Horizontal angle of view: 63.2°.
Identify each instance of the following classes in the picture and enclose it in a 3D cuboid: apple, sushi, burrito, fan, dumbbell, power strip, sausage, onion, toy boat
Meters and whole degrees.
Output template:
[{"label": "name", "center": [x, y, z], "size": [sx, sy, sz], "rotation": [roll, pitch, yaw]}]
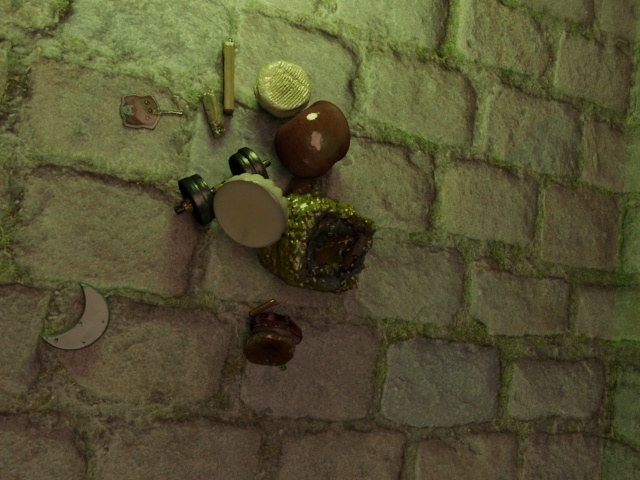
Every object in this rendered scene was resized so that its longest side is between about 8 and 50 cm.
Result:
[{"label": "apple", "center": [-0.021, -0.371, 1.938], "size": [0.306, 0.306, 0.235], "rotation": [-40, 101, -19]}, {"label": "sushi", "center": [0.000, 0.000, 1.907], "size": [0.396, 0.240, 0.351], "rotation": [13, 95, -43]}, {"label": "burrito", "center": [-0.394, -0.474, 1.924], "size": [0.058, 0.045, 0.188], "rotation": [-18, 92, -29]}, {"label": "fan", "center": [-0.601, -0.463, 1.860], "size": [0.220, 0.009, 0.132], "rotation": [-3, 89, -22]}, {"label": "dumbbell", "center": [-0.344, -0.195, 1.860], "size": [0.388, 0.185, 0.185], "rotation": [-31, 99, -20]}, {"label": "power strip", "center": [-0.344, -0.610, 1.940], "size": [0.044, 0.064, 0.305], "rotation": [1, 87, -15]}, {"label": "sausage", "center": [-0.219, 0.254, 1.972], "size": [0.116, 0.026, 0.026], "rotation": [-29, 98, -21]}, {"label": "onion", "center": [-0.173, 0.328, 1.951], "size": [0.206, 0.151, 0.098], "rotation": [29, 40, -29]}, {"label": "power strip", "center": [-0.787, 0.256, 1.729], "size": [0.167, 0.054, 0.253], "rotation": [39, 75, -19]}, {"label": "toy boat", "center": [-0.103, -0.118, 2.002], "size": [0.121, 0.089, 0.321], "rotation": [37, 75, -25]}]

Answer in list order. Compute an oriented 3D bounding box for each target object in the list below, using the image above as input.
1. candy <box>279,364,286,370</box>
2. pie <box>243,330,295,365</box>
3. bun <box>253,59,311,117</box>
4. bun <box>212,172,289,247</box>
[{"label": "candy", "center": [-0.171, 0.482, 1.987], "size": [0.083, 0.025, 0.023], "rotation": [10, 56, -13]}, {"label": "pie", "center": [-0.186, 0.397, 1.916], "size": [0.195, 0.046, 0.195], "rotation": [-3, 131, -4]}, {"label": "bun", "center": [-0.150, -0.567, 1.980], "size": [0.220, 0.134, 0.220], "rotation": [1, 86, -15]}, {"label": "bun", "center": [-0.212, -0.119, 1.753], "size": [0.263, 0.263, 0.175], "rotation": [50, 31, -12]}]
